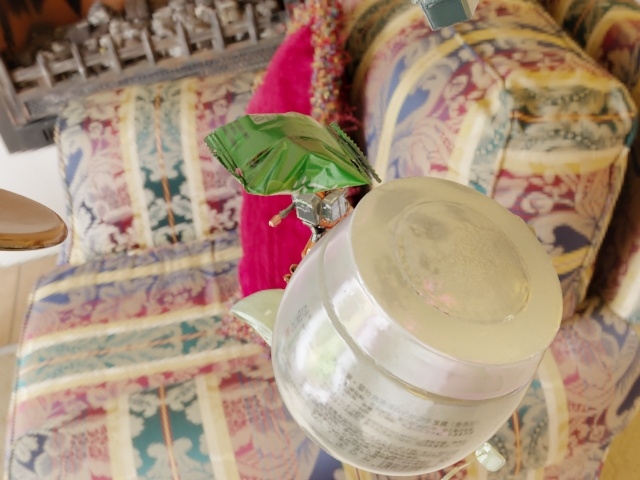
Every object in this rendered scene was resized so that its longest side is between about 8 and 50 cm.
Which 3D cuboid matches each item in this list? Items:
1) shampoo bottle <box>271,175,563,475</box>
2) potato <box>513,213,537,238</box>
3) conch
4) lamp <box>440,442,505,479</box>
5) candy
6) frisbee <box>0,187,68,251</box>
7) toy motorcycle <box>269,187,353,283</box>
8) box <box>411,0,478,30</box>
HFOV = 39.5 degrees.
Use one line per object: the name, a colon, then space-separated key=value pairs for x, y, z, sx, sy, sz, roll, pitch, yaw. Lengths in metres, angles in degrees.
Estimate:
shampoo bottle: x=0.095 y=0.093 z=0.940 sx=0.273 sy=0.266 sz=0.273 roll=15 pitch=46 yaw=-16
potato: x=0.212 y=0.112 z=1.326 sx=0.218 sy=0.202 sz=0.351 roll=34 pitch=83 yaw=39
conch: x=-0.085 y=0.157 z=1.771 sx=0.185 sy=0.221 sz=0.121 roll=1 pitch=72 yaw=13
lamp: x=0.278 y=0.426 z=1.647 sx=0.056 sy=0.050 sz=0.198 roll=51 pitch=30 yaw=19
candy: x=-0.036 y=-0.115 z=1.165 sx=0.203 sy=0.078 sz=0.141 roll=-7 pitch=55 yaw=-26
frisbee: x=-0.438 y=-0.038 z=1.099 sx=0.251 sy=0.021 sz=0.251 roll=15 pitch=12 yaw=-3
toy motorcycle: x=0.000 y=0.000 z=2.064 sx=0.148 sy=0.325 sz=0.221 roll=21 pitch=48 yaw=32
box: x=0.166 y=-0.312 z=1.136 sx=0.074 sy=0.054 sz=0.099 roll=-14 pitch=30 yaw=30
